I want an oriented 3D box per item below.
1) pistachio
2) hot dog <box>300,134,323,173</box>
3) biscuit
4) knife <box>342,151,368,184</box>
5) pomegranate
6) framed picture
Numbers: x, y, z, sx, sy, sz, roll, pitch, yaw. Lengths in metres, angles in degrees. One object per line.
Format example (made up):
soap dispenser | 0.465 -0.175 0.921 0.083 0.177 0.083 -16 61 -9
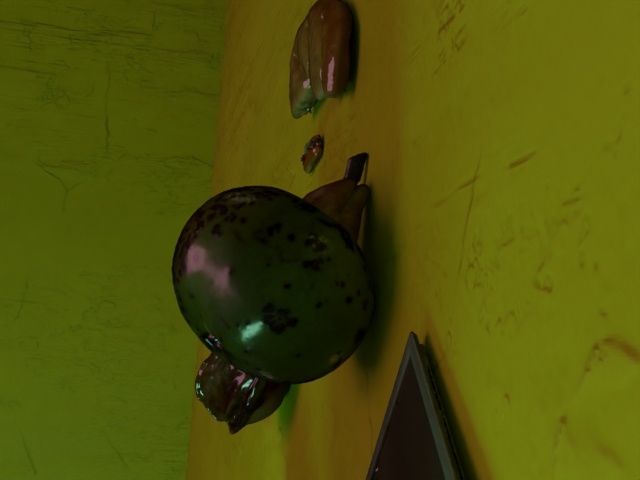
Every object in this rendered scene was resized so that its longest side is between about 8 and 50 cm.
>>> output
pistachio | -0.105 0.193 1.366 0.210 0.131 0.165 -49 26 44
hot dog | -0.014 -0.122 1.327 0.083 0.021 0.037 118 154 -64
biscuit | -0.001 -0.254 1.273 0.299 0.045 0.154 -176 93 -78
knife | -0.005 -0.002 1.056 0.222 0.046 0.021 -65 -24 4
pomegranate | -0.030 0.019 0.965 0.248 0.214 0.214 -52 -4 -27
framed picture | 0.065 0.244 0.759 0.216 0.016 0.273 -100 20 -56
